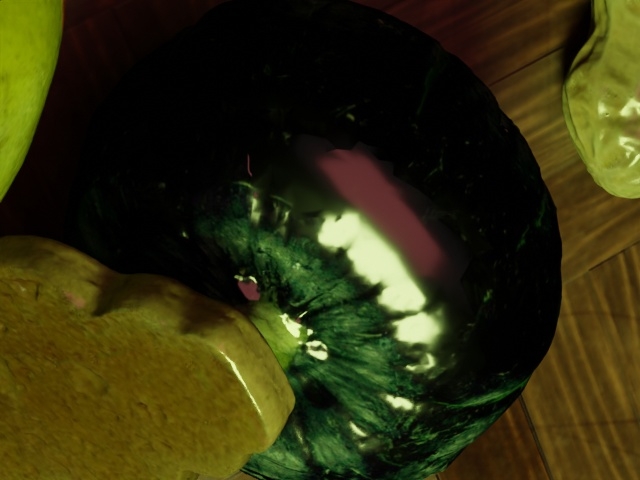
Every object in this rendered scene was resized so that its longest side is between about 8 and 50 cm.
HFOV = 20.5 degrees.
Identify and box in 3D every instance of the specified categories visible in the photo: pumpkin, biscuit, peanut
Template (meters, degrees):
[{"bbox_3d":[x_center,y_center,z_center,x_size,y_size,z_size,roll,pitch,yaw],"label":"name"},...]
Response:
[{"bbox_3d":[0.000,0.000,1.081,0.315,0.238,0.315,5,120,8],"label":"pumpkin"},{"bbox_3d":[-0.148,0.086,1.021,0.183,0.320,0.047,46,47,-9],"label":"biscuit"},{"bbox_3d":[0.219,-0.126,1.241,0.093,0.083,0.194,4,98,11],"label":"peanut"}]

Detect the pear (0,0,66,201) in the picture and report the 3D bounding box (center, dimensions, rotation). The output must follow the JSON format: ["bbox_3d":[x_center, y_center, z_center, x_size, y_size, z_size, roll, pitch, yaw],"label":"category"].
[{"bbox_3d":[-0.277,-0.085,0.934,0.287,0.287,0.375,-5,131,-23],"label":"pear"}]
